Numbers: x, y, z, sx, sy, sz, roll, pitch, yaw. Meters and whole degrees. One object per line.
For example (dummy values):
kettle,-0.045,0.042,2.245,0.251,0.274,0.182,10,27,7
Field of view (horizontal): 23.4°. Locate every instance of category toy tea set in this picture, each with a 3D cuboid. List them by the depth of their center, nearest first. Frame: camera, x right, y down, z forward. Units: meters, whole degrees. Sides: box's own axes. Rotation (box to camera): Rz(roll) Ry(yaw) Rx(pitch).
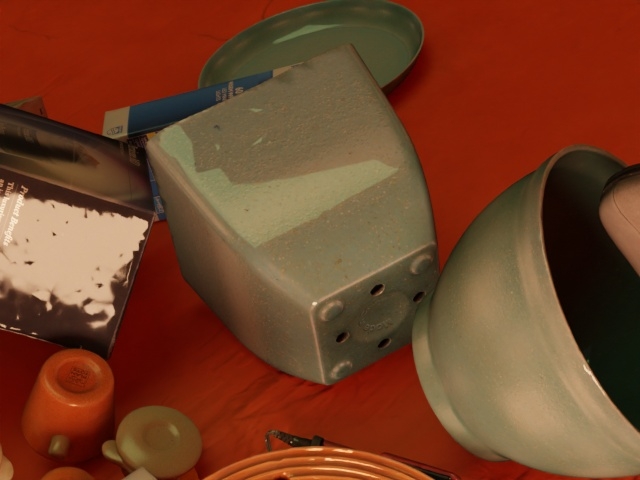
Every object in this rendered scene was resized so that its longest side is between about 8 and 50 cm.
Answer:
toy tea set,-0.283,0.244,1.494,0.336,0.124,0.200,-29,62,-38

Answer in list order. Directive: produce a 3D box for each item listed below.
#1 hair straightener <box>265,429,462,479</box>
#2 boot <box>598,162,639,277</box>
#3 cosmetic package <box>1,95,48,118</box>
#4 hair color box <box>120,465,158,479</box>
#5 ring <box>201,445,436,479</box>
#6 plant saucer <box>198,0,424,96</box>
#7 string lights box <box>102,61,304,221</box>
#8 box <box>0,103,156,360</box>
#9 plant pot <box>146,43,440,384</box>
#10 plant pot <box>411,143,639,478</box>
hair straightener,0.023,0.225,1.434,0.230,0.047,0.089,17,46,40
boot,0.323,0.108,1.245,0.223,0.338,0.118,-45,1,-39
cosmetic package,-0.503,-0.089,2.008,0.296,0.129,0.153,-10,13,11
hair color box,-0.237,0.357,1.312,0.347,0.105,0.174,-33,37,-22
ring,0.004,0.318,1.231,0.336,0.032,0.337,2,53,-2
plant saucer,-0.009,-0.234,2.104,0.317,0.044,0.318,-12,34,9
string lights box,-0.126,-0.119,1.910,0.259,0.133,0.077,-14,33,6
box,-0.345,-0.034,1.676,0.294,0.183,0.296,18,13,-14
plant pot,0.000,0.000,1.607,0.247,0.247,0.252,-27,53,-14
plant pot,0.207,0.087,1.377,0.196,0.293,0.293,-28,25,34
